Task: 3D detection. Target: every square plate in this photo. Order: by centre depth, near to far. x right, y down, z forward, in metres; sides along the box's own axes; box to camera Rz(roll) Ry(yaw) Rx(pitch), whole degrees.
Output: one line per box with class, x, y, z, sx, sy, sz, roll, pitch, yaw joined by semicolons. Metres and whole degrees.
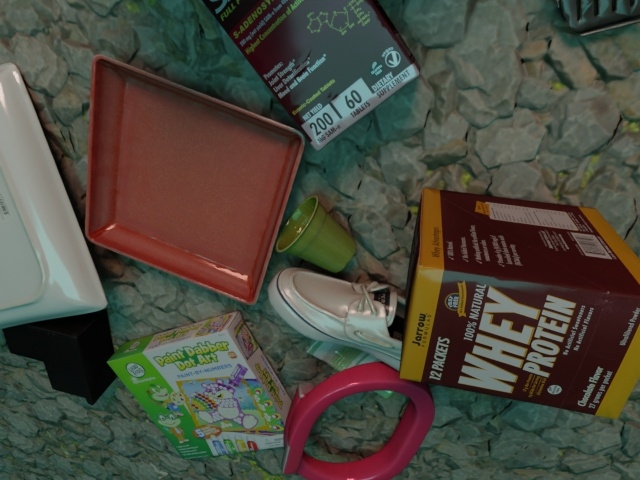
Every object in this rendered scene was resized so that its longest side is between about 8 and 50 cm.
square plate;-0.508;-0.028;0.617;0.344;0.049;0.347;-12;101;18

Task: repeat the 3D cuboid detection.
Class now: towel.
towel;0.066;0.167;0.637;0.152;0.023;0.113;33;120;-5

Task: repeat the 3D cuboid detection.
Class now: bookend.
bookend;-0.446;0.184;0.740;0.156;0.072;0.157;10;120;9

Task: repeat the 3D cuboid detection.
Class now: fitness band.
fitness band;0.052;0.288;0.656;0.209;0.054;0.291;6;123;-13

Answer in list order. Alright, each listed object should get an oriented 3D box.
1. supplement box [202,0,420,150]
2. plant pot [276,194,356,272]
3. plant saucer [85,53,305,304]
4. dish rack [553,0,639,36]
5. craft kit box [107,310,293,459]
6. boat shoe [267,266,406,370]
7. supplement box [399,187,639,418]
supplement box;-0.021;-0.226;0.424;0.130;0.073;0.239;-33;104;26
plant pot;0.000;0.000;0.540;0.079;0.083;0.083;36;120;-20
plant saucer;-0.167;-0.068;0.557;0.259;0.048;0.258;22;120;2
dish rack;0.316;-0.280;0.315;0.271;0.074;0.208;-10;114;18
craft kit box;-0.188;0.254;0.728;0.250;0.061;0.246;-19;109;21
boat shoe;0.066;0.096;0.550;0.267;0.096;0.088;29;132;-5
supplement box;0.191;0.048;0.448;0.194;0.191;0.129;8;118;10
